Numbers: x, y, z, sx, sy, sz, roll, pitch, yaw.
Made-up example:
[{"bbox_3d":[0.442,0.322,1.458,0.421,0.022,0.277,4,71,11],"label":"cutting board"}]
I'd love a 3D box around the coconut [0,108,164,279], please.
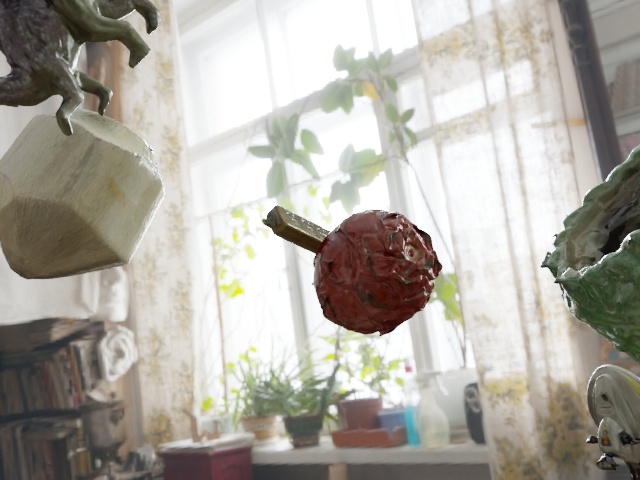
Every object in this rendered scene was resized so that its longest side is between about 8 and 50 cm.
[{"bbox_3d":[-0.376,-0.058,1.037,0.237,0.265,0.237,27,-14,7],"label":"coconut"}]

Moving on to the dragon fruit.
[{"bbox_3d":[0.103,0.060,1.299,0.241,0.241,0.252,-6,-45,-15],"label":"dragon fruit"}]

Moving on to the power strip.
[{"bbox_3d":[0.000,0.000,1.407,0.044,0.064,0.305,-44,-43,20],"label":"power strip"}]

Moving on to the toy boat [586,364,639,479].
[{"bbox_3d":[0.475,0.313,0.990,0.141,0.269,0.141,-43,4,4],"label":"toy boat"}]

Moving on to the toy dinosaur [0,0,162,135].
[{"bbox_3d":[-0.270,-0.218,0.713,0.162,0.294,0.077,36,-34,-26],"label":"toy dinosaur"}]

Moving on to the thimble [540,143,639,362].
[{"bbox_3d":[0.306,0.000,0.564,0.150,0.219,0.219,36,-15,-4],"label":"thimble"}]
